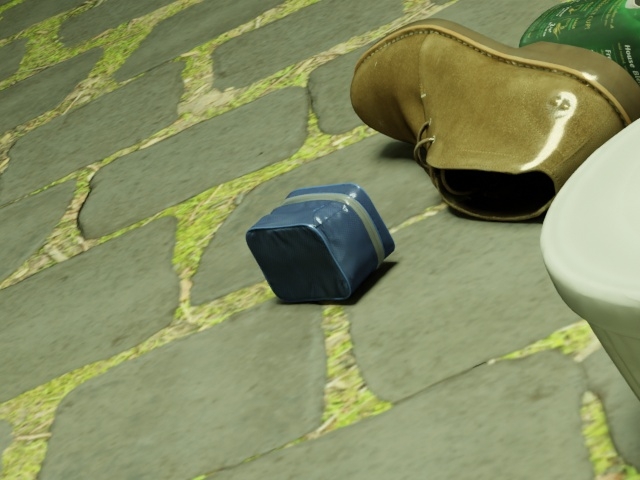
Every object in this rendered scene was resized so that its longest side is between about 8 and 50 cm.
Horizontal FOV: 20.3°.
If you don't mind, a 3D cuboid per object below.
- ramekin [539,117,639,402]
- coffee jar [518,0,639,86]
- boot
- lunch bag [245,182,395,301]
[{"bbox_3d":[0.256,0.007,0.875,0.273,0.127,0.273,-23,21,9],"label":"ramekin"},{"bbox_3d":[0.244,-0.145,1.305,0.184,0.079,0.096,-7,25,42],"label":"coffee jar"},{"bbox_3d":[0.098,-0.086,1.317,0.115,0.112,0.305,-46,29,-19],"label":"boot"},{"bbox_3d":[0.000,0.000,1.267,0.098,0.067,0.065,-3,31,49],"label":"lunch bag"}]
